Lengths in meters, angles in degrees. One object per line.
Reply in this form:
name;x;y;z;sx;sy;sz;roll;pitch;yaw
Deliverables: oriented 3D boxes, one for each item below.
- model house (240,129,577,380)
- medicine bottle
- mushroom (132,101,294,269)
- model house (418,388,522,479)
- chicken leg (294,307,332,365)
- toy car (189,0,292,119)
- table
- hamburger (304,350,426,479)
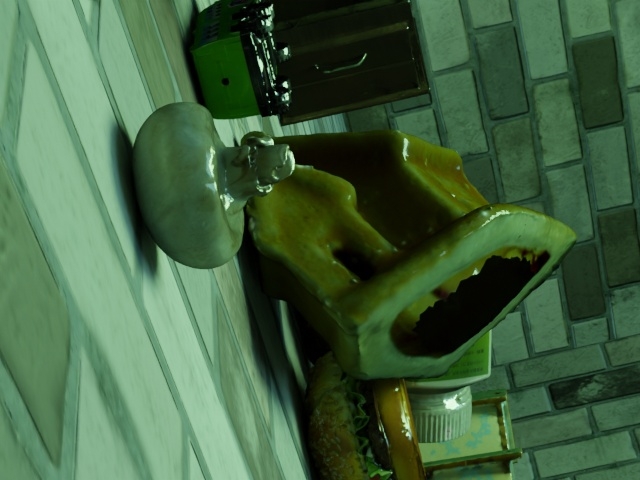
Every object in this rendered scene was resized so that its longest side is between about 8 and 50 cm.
model house;0.032;-0.020;1.241;0.239;0.173;0.268;43;12;25
medicine bottle;0.093;0.077;1.422;0.132;0.088;0.188;-146;-126;-65
mushroom;-0.051;-0.030;0.794;0.085;0.079;0.085;-15;90;-88
model house;0.116;0.237;1.527;0.271;0.178;0.206;67;17;-54
chicken leg;0.005;0.078;1.448;0.089;0.048;0.219;-77;154;-74
toy car;-0.058;-0.141;1.172;0.165;0.063;0.071;-93;170;-67
table;0.010;-0.246;1.683;0.193;0.169;0.172;68;10;-68
hamburger;0.035;0.161;1.324;0.166;0.087;0.137;74;4;-48
